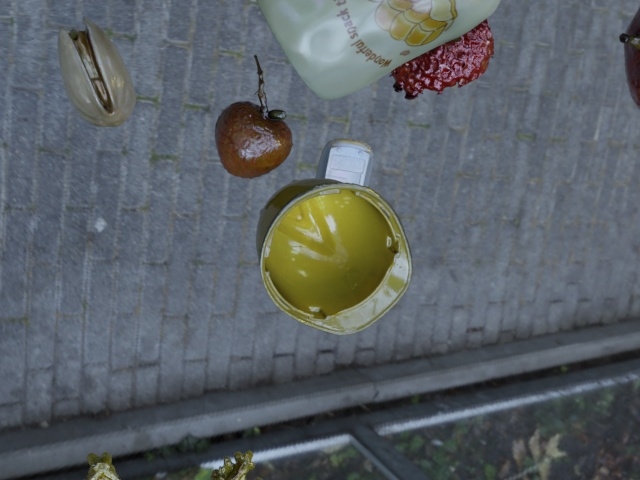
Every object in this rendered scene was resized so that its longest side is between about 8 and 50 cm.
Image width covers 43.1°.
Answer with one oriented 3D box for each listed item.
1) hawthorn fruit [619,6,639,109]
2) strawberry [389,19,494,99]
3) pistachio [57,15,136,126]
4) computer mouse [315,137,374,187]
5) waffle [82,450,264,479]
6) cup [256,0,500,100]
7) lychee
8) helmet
[{"bbox_3d":[0.467,-0.236,1.001,0.266,0.210,0.230,-3,118,-19],"label":"hawthorn fruit"},{"bbox_3d":[0.150,-0.250,1.034,0.145,0.145,0.086,-39,145,-14],"label":"strawberry"},{"bbox_3d":[-0.440,-0.321,1.584,0.126,0.152,0.223,-22,125,-8],"label":"pistachio"},{"bbox_3d":[0.039,-0.098,1.515,0.102,0.045,0.198,7,114,-6],"label":"computer mouse"},{"bbox_3d":[-0.218,0.435,1.180,0.293,0.069,0.259,2,91,-17],"label":"waffle"},{"bbox_3d":[0.035,-0.285,0.757,0.202,0.173,0.255,-27,96,16],"label":"cup"},{"bbox_3d":[-0.093,-0.147,1.086,0.101,0.114,0.140,-32,149,-33],"label":"lychee"},{"bbox_3d":[0.000,0.000,1.142,0.205,0.140,0.257,-42,130,1],"label":"helmet"}]
